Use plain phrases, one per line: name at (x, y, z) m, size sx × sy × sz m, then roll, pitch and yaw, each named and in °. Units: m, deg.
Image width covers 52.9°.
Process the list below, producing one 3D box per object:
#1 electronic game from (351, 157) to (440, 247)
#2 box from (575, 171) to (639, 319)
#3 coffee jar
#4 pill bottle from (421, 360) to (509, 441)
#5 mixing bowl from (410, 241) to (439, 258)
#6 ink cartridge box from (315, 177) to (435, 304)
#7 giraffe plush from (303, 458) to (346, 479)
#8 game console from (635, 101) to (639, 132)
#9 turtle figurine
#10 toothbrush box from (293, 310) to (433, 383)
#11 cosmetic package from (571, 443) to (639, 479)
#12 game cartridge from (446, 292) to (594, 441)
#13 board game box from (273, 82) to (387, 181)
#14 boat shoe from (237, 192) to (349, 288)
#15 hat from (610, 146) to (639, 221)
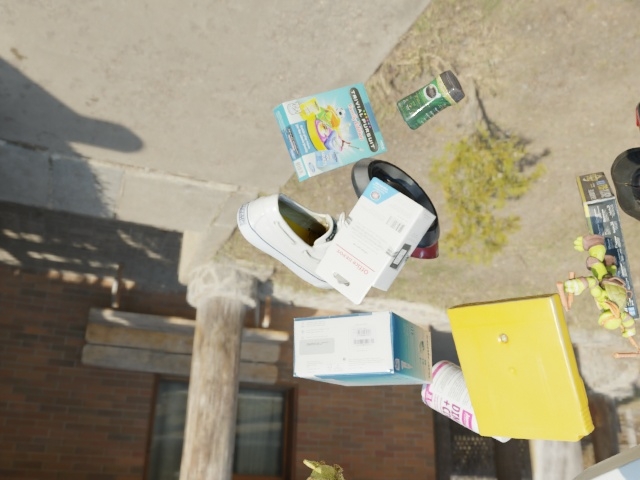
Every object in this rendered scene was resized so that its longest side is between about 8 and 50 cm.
electronic game at (0.155, -0.079, 1.305) m, size 0.229 × 0.229 × 0.048 m, roll 19°, pitch 131°, yaw -34°
box at (0.725, 0.009, 1.633) m, size 0.079 × 0.322 × 0.257 m, roll -12°, pitch -164°, yaw 23°
coffee jar at (0.318, -0.405, 1.850) m, size 0.184 × 0.096 × 0.079 m, roll -30°, pitch 155°, yaw 23°
pill bottle at (0.473, 0.501, 2.006) m, size 0.283 × 0.160 × 0.160 m, roll 21°, pitch 174°, yaw 42°
mixing bowl at (0.309, -0.018, 2.088) m, size 0.182 × 0.098 × 0.181 m, roll 11°, pitch -161°, yaw -4°
ink cartridge box at (0.084, 0.005, 1.016) m, size 0.104 × 0.180 × 0.060 m, roll 37°, pitch -173°, yaw 30°
giraffe plush at (0.010, 0.615, 1.565) m, size 0.210 × 0.181 × 0.170 m, roll -28°, pitch -165°, yaw -7°
game console at (0.741, -0.153, 1.100) m, size 0.342 × 0.386 × 0.060 m, roll 0°, pitch 131°, yaw 19°
turtle figurine at (0.547, 0.089, 1.250) m, size 0.269 × 0.217 × 0.087 m, roll 34°, pitch 132°, yaw -22°
toothbrush box at (0.101, 0.242, 1.387) m, size 0.216 × 0.126 × 0.295 m, roll -8°, pitch 160°, yaw 24°
cosmetic package at (0.798, 0.621, 1.623) m, size 0.217 × 0.156 × 0.385 m, roll -17°, pitch 155°, yaw -33°
game cartridge at (0.452, 0.293, 1.475) m, size 0.053 × 0.323 × 0.285 m, roll -16°, pitch -179°, yaw -42°
board game box at (0.038, -0.369, 2.158) m, size 0.336 × 0.253 × 0.079 m, roll -22°, pitch -176°, yaw -30°
boat shoe at (-0.001, -0.008, 1.409) m, size 0.156 × 0.135 × 0.367 m, roll -22°, pitch 141°, yaw 33°
hat at (1.073, -0.180, 1.988) m, size 0.134 × 0.331 × 0.331 m, roll -40°, pitch 165°, yaw -19°
